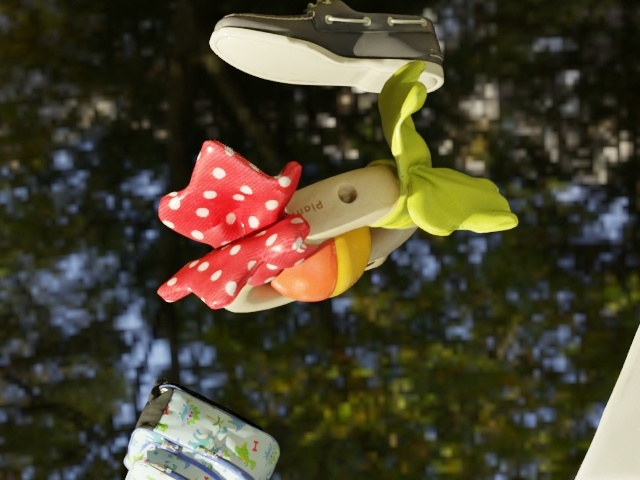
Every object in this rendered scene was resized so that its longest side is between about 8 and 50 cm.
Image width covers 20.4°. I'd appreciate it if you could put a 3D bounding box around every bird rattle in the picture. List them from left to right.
[{"bbox_3d":[0.000,0.000,1.212,0.253,0.143,0.207,-29,165,-25],"label":"bird rattle"}]

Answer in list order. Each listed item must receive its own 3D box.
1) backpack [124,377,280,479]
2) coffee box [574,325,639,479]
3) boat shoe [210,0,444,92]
[{"bbox_3d":[-0.097,0.179,1.417,0.114,0.105,0.084,23,-120,-2],"label":"backpack"},{"bbox_3d":[0.322,0.128,0.830,0.338,0.334,0.338,18,-125,19],"label":"coffee box"},{"bbox_3d":[0.006,-0.169,1.483,0.206,0.065,0.075,7,162,-21],"label":"boat shoe"}]
